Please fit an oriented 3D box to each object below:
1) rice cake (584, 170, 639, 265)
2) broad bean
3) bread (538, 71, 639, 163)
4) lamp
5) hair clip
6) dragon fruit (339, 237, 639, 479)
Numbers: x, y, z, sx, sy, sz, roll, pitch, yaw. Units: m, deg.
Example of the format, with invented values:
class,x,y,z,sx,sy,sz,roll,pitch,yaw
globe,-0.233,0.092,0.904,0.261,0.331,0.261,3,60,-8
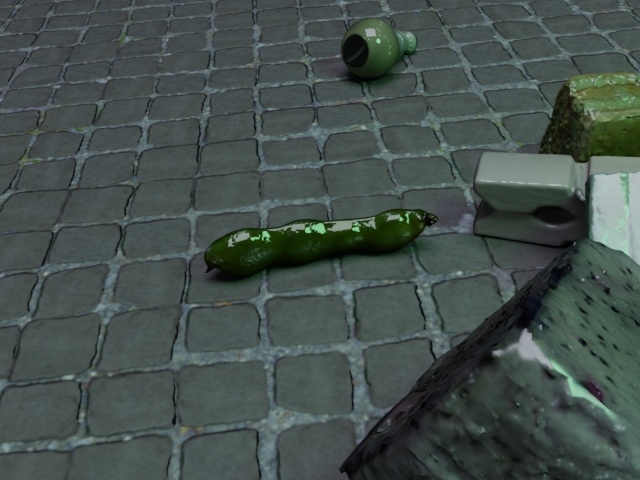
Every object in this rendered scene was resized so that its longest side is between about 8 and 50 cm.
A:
class,x,y,z,sx,sy,sz,roll,pitch,yaw
rice cake,0.300,0.034,0.669,0.124,0.038,0.211,-2,67,9
broad bean,-0.001,0.000,0.800,0.256,0.052,0.053,-9,2,-3
bread,0.365,-0.123,0.853,0.196,0.138,0.102,-8,48,-5
lamp,0.105,-0.310,1.174,0.091,0.090,0.163,25,31,33
hair clip,0.329,-0.033,0.773,0.331,0.101,0.085,6,45,16
dragon fruit,0.168,0.146,0.491,0.221,0.204,0.283,41,28,11
